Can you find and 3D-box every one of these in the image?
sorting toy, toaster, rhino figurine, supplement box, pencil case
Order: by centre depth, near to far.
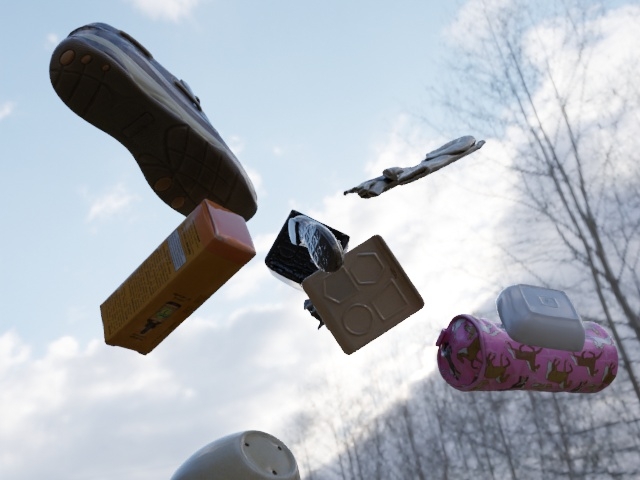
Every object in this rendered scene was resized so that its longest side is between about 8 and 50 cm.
[{"bbox_3d":[-0.195,0.054,1.045,0.233,0.080,0.078,-43,-42,19],"label":"supplement box"},{"bbox_3d":[0.429,0.237,1.624,0.386,0.160,0.167,6,-16,-28],"label":"pencil case"},{"bbox_3d":[0.092,0.117,1.697,0.208,0.193,0.038,-33,-11,2],"label":"sorting toy"},{"bbox_3d":[0.041,0.179,1.820,0.073,0.106,0.243,-49,-39,15],"label":"rhino figurine"},{"bbox_3d":[-0.034,0.042,1.925,0.168,0.186,0.110,25,-15,11],"label":"toaster"}]

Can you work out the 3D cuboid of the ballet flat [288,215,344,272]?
[{"bbox_3d":[0.000,0.000,1.499,0.058,0.084,0.250,-6,14,-19],"label":"ballet flat"}]

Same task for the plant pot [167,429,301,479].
[{"bbox_3d":[-0.146,0.491,1.553,0.284,0.284,0.191,13,-63,-41],"label":"plant pot"}]

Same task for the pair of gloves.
[{"bbox_3d":[0.176,-0.136,1.458,0.204,0.042,0.240,-27,5,-37],"label":"pair of gloves"}]

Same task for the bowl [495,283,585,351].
[{"bbox_3d":[0.384,0.125,1.351,0.142,0.142,0.053,10,-62,-7],"label":"bowl"}]

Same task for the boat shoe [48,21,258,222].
[{"bbox_3d":[-0.203,-0.163,1.077,0.132,0.130,0.355,-23,-53,26],"label":"boat shoe"}]
